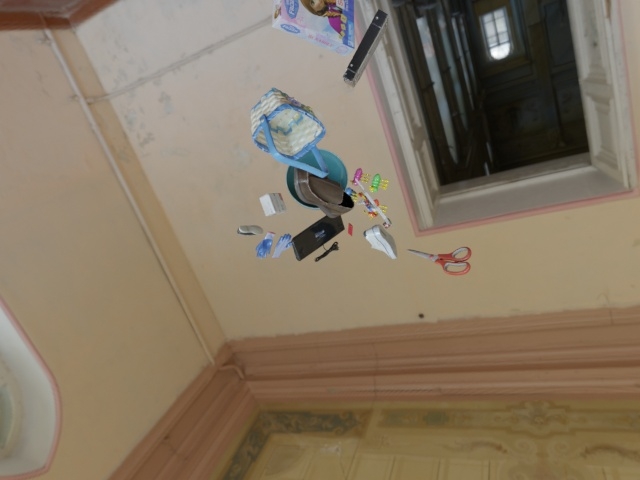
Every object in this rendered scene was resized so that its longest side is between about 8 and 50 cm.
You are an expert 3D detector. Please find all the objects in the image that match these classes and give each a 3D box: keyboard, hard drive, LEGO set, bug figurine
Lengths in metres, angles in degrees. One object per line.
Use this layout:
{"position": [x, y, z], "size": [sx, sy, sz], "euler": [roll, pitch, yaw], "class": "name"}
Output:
{"position": [0.000, 0.000, 2.080], "size": [0.317, 0.202, 0.033], "euler": [-34, -150, -30], "class": "keyboard"}
{"position": [0.222, -0.931, 2.130], "size": [0.339, 0.064, 0.237], "euler": [-59, -179, 14], "class": "hard drive"}
{"position": [0.188, -0.108, 1.561], "size": [0.060, 0.182, 0.244], "euler": [-37, 160, 7], "class": "LEGO set"}
{"position": [0.202, -0.227, 2.052], "size": [0.072, 0.216, 0.279], "euler": [3, -161, -43], "class": "bug figurine"}

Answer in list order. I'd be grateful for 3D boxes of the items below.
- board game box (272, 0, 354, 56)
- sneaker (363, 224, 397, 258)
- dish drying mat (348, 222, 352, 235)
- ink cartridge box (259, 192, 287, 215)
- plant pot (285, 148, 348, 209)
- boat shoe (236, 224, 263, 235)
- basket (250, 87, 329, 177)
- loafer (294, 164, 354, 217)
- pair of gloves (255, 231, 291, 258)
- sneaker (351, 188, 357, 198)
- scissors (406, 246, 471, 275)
{"position": [-0.019, -0.867, 1.549], "size": [0.317, 0.319, 0.065], "euler": [5, 170, -34], "class": "board game box"}
{"position": [0.285, 0.009, 2.035], "size": [0.091, 0.258, 0.094], "euler": [-14, -130, 27], "class": "sneaker"}
{"position": [0.151, -0.055, 2.182], "size": [0.008, 0.083, 0.032], "euler": [-31, -120, -19], "class": "dish drying mat"}
{"position": [-0.229, -0.175, 2.103], "size": [0.056, 0.099, 0.135], "euler": [-20, 179, 22], "class": "ink cartridge box"}
{"position": [-0.019, -0.271, 2.089], "size": [0.290, 0.290, 0.195], "euler": [-22, 171, -5], "class": "plant pot"}
{"position": [-0.314, -0.042, 1.929], "size": [0.125, 0.046, 0.038], "euler": [-1, 155, -42], "class": "boat shoe"}
{"position": [-0.103, -0.348, 1.435], "size": [0.201, 0.289, 0.254], "euler": [-34, 153, 29], "class": "basket"}
{"position": [0.023, -0.198, 1.657], "size": [0.130, 0.134, 0.366], "euler": [-10, 161, 27], "class": "loafer"}
{"position": [-0.230, 0.027, 2.180], "size": [0.198, 0.159, 0.023], "euler": [9, -150, -44], "class": "pair of gloves"}
{"position": [0.138, -0.236, 2.214], "size": [0.135, 0.052, 0.058], "euler": [10, 176, 39], "class": "sneaker"}
{"position": [0.410, 0.071, 1.554], "size": [0.297, 0.021, 0.109], "euler": [-1, -120, 50], "class": "scissors"}
